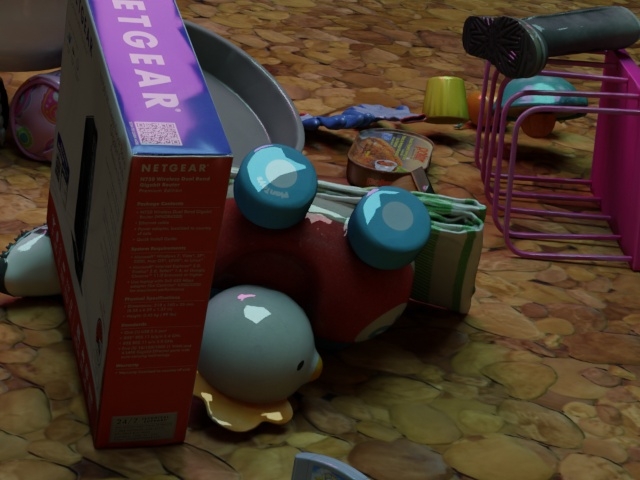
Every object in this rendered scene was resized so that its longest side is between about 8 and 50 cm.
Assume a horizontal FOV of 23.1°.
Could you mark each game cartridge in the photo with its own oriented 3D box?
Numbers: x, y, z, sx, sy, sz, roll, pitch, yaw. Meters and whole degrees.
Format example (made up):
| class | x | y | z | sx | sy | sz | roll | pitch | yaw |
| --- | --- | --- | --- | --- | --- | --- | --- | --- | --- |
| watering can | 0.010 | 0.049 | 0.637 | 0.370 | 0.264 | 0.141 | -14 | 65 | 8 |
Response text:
| class | x | y | z | sx | sy | sz | roll | pitch | yaw |
| --- | --- | --- | --- | --- | --- | --- | --- | --- | --- |
| game cartridge | 0.011 | 0.202 | 1.236 | 0.083 | 0.056 | 0.017 | 21 | 18 | 32 |

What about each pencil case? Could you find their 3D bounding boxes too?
| class | x | y | z | sx | sy | sz | roll | pitch | yaw |
| --- | --- | --- | --- | --- | --- | --- | --- | --- | --- |
| pencil case | -0.280 | -0.184 | 2.043 | 0.124 | 0.124 | 0.284 | 16 | 23 | 23 |

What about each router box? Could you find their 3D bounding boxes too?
| class | x | y | z | sx | sy | sz | roll | pitch | yaw |
| --- | --- | --- | --- | --- | --- | --- | --- | --- | --- |
| router box | -0.170 | -0.042 | 1.372 | 0.082 | 0.301 | 0.335 | -1 | 36 | -18 |

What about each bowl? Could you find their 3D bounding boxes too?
| class | x | y | z | sx | sy | sz | roll | pitch | yaw |
| --- | --- | --- | --- | --- | --- | --- | --- | --- | --- |
| bowl | -0.396 | -0.295 | 2.007 | 0.298 | 0.134 | 0.298 | 2 | 18 | -1 |

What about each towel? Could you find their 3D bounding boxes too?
| class | x | y | z | sx | sy | sz | roll | pitch | yaw |
| --- | --- | --- | --- | --- | --- | --- | --- | --- | --- |
| towel | 0.000 | 0.000 | 1.583 | 0.325 | 0.038 | 0.248 | 8 | -22 | 6 |

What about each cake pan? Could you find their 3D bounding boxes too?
| class | x | y | z | sx | sy | sz | roll | pitch | yaw |
| --- | --- | --- | --- | --- | --- | --- | --- | --- | --- |
| cake pan | -0.158 | -0.173 | 1.977 | 0.293 | 0.054 | 0.293 | 25 | 34 | -19 |

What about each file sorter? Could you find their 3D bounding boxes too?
| class | x | y | z | sx | sy | sz | roll | pitch | yaw |
| --- | --- | --- | --- | --- | --- | --- | --- | --- | --- |
| file sorter | 0.298 | -0.114 | 1.927 | 0.182 | 0.202 | 0.290 | 3 | 22 | -2 |

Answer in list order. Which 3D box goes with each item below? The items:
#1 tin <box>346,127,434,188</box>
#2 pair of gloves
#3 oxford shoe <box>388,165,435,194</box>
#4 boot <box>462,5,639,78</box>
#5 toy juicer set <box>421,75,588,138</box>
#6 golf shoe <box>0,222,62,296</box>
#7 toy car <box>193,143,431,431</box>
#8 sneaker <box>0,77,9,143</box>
| class | x | y | z | sx | sy | sz | roll | pitch | yaw |
| --- | --- | --- | --- | --- | --- | --- | --- | --- | --- |
| tin | 0.093 | -0.105 | 2.062 | 0.106 | 0.040 | 0.189 | 6 | 21 | 8 |
| pair of gloves | 0.051 | -0.175 | 2.192 | 0.198 | 0.023 | 0.159 | -10 | 13 | -33 |
| oxford shoe | 0.111 | -0.011 | 1.813 | 0.076 | 0.076 | 0.212 | -24 | 25 | 5 |
| boot | 0.301 | -0.245 | 1.908 | 0.209 | 0.076 | 0.189 | 0 | 22 | -22 |
| toy juicer set | 0.324 | -0.183 | 2.203 | 0.329 | 0.089 | 0.209 | -2 | -6 | 32 |
| golf shoe | -0.230 | 0.025 | 1.581 | 0.198 | 0.077 | 0.094 | -12 | 28 | -36 |
| toy car | -0.033 | 0.079 | 1.422 | 0.210 | 0.219 | 0.238 | 20 | 59 | -7 |
| sneaker | -0.478 | -0.140 | 1.899 | 0.118 | 0.110 | 0.292 | 5 | 19 | 19 |
